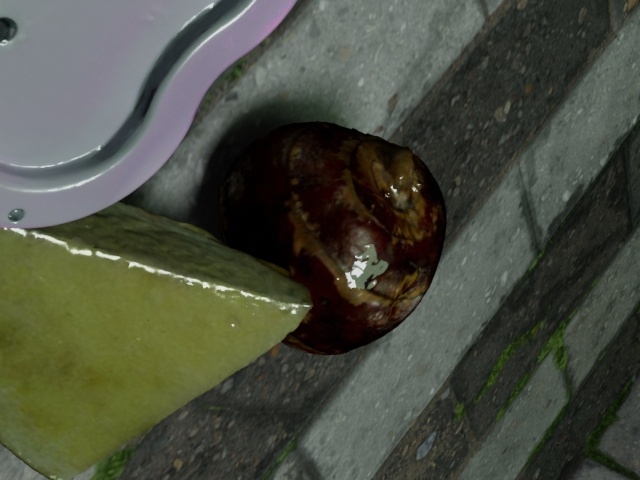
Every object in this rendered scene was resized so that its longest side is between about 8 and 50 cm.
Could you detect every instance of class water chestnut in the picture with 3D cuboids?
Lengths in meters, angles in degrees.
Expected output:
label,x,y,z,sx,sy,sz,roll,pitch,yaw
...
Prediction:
label,x,y,z,sx,sy,sz,roll,pitch,yaw
water chestnut,0.000,0.000,1.008,0.223,0.238,0.224,21,61,-45

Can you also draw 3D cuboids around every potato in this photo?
label,x,y,z,sx,sy,sz,roll,pitch,yaw
potato,-0.185,0.034,0.836,0.269,0.112,0.255,-36,131,4

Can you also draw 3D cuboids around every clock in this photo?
label,x,y,z,sx,sy,sz,roll,pitch,yaw
clock,-0.161,-0.165,0.658,0.338,0.102,0.339,-22,139,-20
